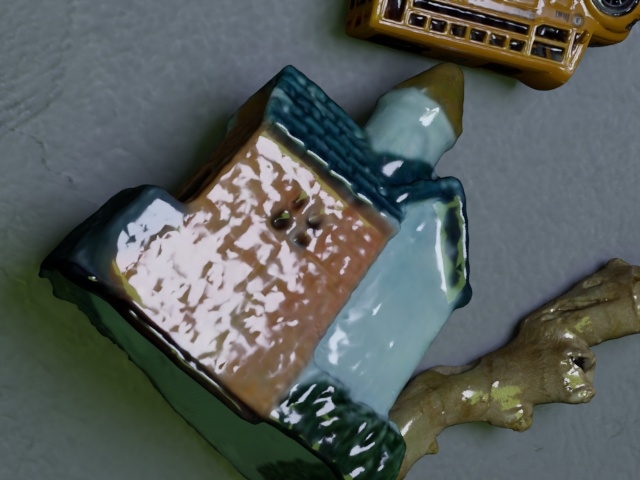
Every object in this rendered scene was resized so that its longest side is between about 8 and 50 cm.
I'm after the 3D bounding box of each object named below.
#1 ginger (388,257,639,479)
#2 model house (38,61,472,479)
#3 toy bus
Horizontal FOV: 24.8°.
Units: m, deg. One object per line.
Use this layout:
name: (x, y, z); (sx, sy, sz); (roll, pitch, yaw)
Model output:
ginger: (0.136, 0.106, 1.053); (0.288, 0.075, 0.089); (-34, 65, -3)
model house: (0.000, 0.000, 0.962); (0.253, 0.184, 0.291); (43, 78, -14)
toy bus: (0.119, -0.155, 0.985); (0.194, 0.083, 0.088); (12, 89, -14)
